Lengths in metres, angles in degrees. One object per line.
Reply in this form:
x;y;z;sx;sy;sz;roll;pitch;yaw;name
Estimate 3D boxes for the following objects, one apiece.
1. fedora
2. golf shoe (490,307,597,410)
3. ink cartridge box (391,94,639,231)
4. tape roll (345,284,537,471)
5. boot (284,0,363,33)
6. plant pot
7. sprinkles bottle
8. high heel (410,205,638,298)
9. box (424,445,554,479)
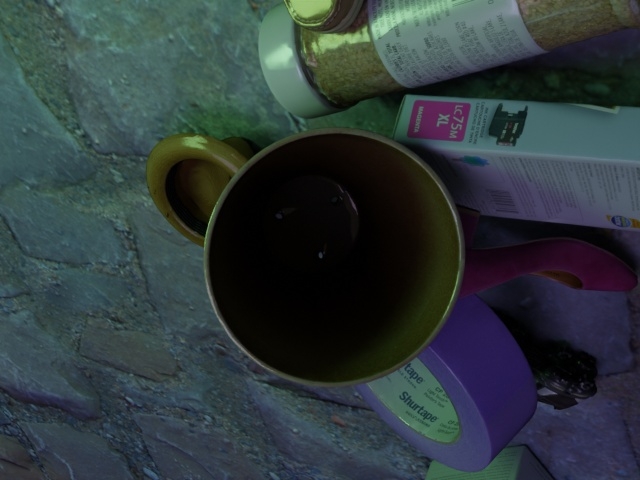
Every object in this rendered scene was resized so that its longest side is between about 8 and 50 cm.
-0.125;-0.069;1.089;0.194;0.079;0.194;18;138;17;fedora
0.238;0.154;1.084;0.198;0.077;0.094;29;138;6;golf shoe
0.243;-0.067;0.827;0.311;0.065;0.186;10;166;26;ink cartridge box
0.124;0.146;1.059;0.274;0.090;0.275;39;153;24;tape roll
-0.039;-0.291;0.685;0.095;0.203;0.262;11;111;28;boot
0.000;0.000;0.906;0.237;0.254;0.237;-1;98;-7;plant pot
0.112;-0.204;0.791;0.355;0.121;0.121;-9;124;36;sprinkles bottle
0.217;0.047;0.934;0.244;0.117;0.082;18;167;-10;high heel
0.261;0.412;1.278;0.181;0.119;0.181;-23;114;42;box
